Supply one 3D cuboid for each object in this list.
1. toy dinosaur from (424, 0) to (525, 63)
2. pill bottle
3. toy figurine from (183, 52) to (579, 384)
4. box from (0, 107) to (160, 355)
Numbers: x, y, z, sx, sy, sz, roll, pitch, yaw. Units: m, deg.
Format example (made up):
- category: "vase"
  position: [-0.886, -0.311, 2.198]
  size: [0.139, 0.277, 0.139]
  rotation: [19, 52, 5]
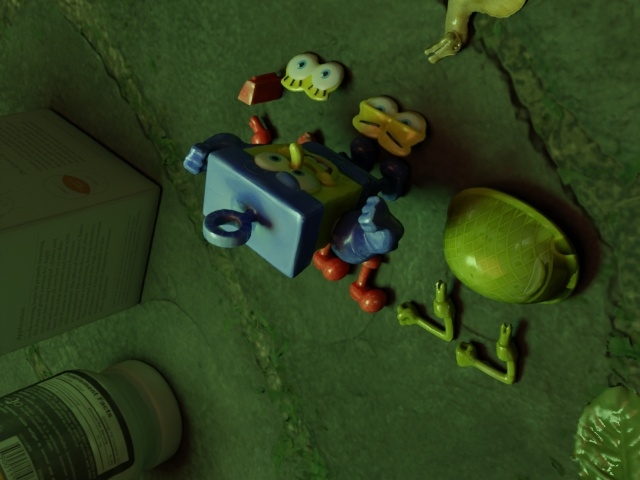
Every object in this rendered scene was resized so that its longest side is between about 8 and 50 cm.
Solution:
- category: "toy dinosaur"
  position: [0.129, -0.219, 0.796]
  size: [0.092, 0.053, 0.183]
  rotation: [45, 137, 2]
- category: "pill bottle"
  position: [-0.300, 0.239, 1.151]
  size: [0.162, 0.278, 0.162]
  rotation: [14, 112, 37]
- category: "toy figurine"
  position: [0.000, 0.000, 0.854]
  size: [0.362, 0.217, 0.191]
  rotation: [37, 125, 27]
- category: "box"
  position: [-0.379, -0.001, 1.097]
  size: [0.215, 0.345, 0.168]
  rotation: [34, 124, 29]
